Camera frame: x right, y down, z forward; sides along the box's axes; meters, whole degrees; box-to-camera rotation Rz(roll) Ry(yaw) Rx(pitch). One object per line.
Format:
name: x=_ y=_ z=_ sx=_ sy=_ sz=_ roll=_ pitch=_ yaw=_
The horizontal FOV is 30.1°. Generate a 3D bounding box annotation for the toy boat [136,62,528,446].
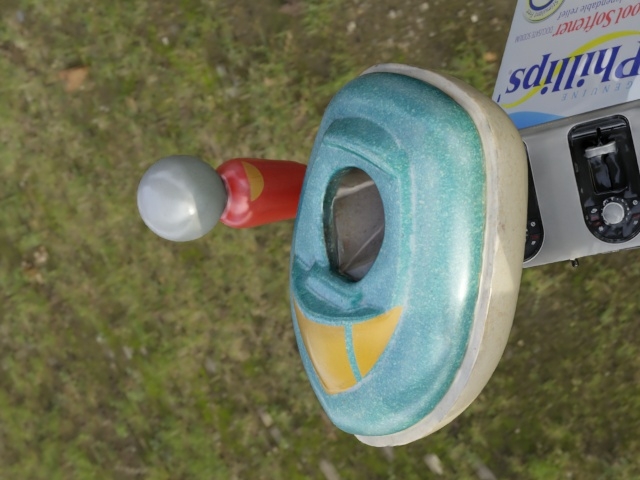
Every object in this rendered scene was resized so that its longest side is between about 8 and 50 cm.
toy boat: x=0.000 y=0.000 z=0.842 sx=0.318 sy=0.148 sz=0.267 roll=24 pitch=114 yaw=50

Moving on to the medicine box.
medicine box: x=0.347 y=-0.216 z=1.346 sx=0.263 sy=0.149 sz=0.289 roll=-4 pitch=66 yaw=58

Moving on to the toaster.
toaster: x=0.207 y=-0.043 z=0.926 sx=0.168 sy=0.186 sz=0.110 roll=-12 pitch=92 yaw=26
